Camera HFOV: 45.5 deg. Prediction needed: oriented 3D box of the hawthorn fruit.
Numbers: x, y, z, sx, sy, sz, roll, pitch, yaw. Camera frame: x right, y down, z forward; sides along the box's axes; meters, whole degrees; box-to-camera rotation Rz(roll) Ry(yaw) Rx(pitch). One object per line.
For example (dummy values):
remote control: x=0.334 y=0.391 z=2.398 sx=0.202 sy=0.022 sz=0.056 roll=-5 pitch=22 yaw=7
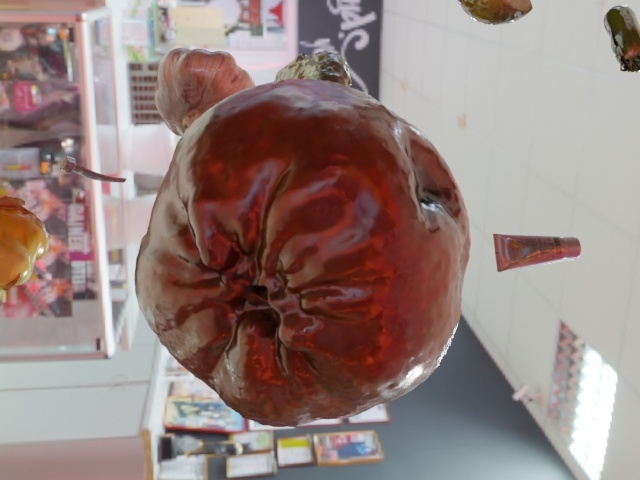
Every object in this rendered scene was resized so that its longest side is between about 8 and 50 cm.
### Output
hawthorn fruit: x=-0.009 y=0.008 z=0.576 sx=0.262 sy=0.258 sz=0.258 roll=128 pitch=-40 yaw=-88

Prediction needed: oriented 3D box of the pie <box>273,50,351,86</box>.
pie: x=-0.057 y=-0.151 z=1.101 sx=0.306 sy=0.071 sz=0.306 roll=-45 pitch=-156 yaw=26

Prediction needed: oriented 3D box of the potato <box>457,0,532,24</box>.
potato: x=0.201 y=-0.295 z=0.925 sx=0.066 sy=0.096 sz=0.103 roll=-52 pitch=-140 yaw=46

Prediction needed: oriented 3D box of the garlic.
garlic: x=-0.256 y=-0.267 z=1.643 sx=0.245 sy=0.245 sz=0.253 roll=100 pitch=5 yaw=-61

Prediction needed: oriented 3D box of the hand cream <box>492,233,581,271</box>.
hand cream: x=0.425 y=0.018 z=1.507 sx=0.047 sy=0.174 sz=0.076 roll=145 pitch=-60 yaw=-75

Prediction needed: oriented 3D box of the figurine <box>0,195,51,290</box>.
figurine: x=-0.506 y=0.045 z=1.117 sx=0.156 sy=0.246 sz=0.131 roll=27 pitch=-17 yaw=39

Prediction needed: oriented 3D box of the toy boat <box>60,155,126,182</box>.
toy boat: x=-0.452 y=-0.131 z=1.515 sx=0.096 sy=0.122 sz=0.034 roll=16 pitch=-95 yaw=66

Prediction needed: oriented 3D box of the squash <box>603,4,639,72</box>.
squash: x=0.457 y=-0.306 z=1.147 sx=0.183 sy=0.052 sz=0.052 roll=-76 pitch=173 yaw=-48
